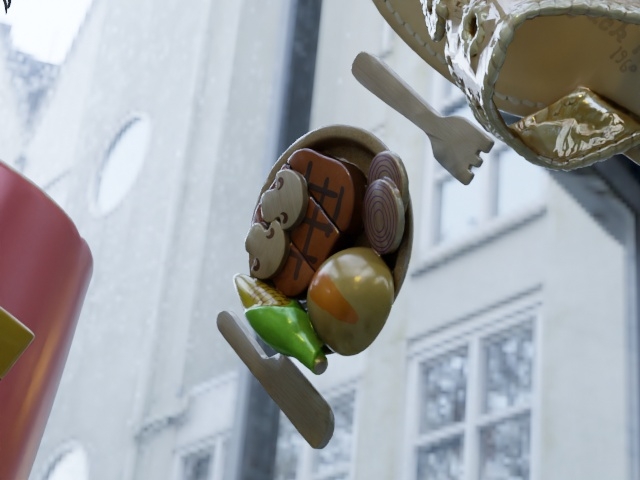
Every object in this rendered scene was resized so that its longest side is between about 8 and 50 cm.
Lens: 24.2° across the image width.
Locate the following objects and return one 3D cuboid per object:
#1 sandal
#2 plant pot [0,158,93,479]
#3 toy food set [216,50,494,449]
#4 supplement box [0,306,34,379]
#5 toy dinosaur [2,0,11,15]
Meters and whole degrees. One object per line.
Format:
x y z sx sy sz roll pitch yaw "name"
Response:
0.087 -0.059 0.480 0.079 0.240 0.088 -10 -47 -55 "sandal"
-0.277 0.071 0.900 0.275 0.243 0.275 20 -25 10 "plant pot"
0.000 0.000 0.781 0.038 0.132 0.192 10 -65 -43 "toy food set"
-0.242 0.041 0.489 0.191 0.194 0.129 44 -12 -37 "supplement box"
-0.158 -0.136 0.702 0.090 0.047 0.082 35 -44 -6 "toy dinosaur"
